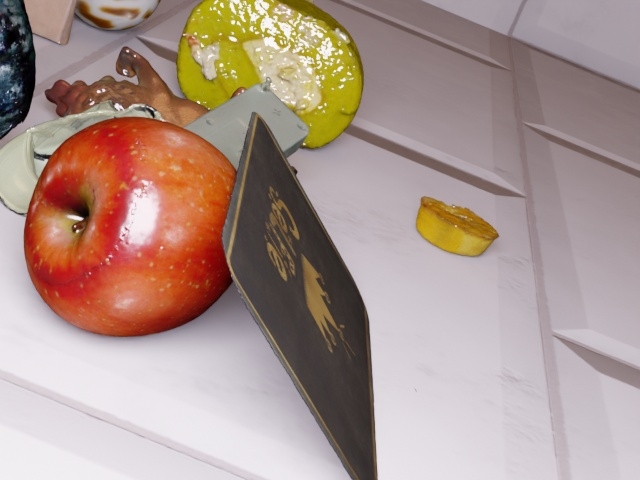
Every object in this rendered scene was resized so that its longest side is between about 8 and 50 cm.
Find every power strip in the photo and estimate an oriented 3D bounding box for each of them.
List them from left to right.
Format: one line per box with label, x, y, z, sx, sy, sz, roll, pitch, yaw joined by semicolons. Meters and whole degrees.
power strip;-0.082;-0.081;1.225;0.145;0.061;0.216;45;47;6

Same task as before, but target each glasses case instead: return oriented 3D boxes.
glasses case;-0.426;-0.358;1.573;0.193;0.102;0.070;21;15;-3

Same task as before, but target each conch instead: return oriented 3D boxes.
conch;-0.317;-0.399;1.649;0.183;0.275;0.149;1;60;12

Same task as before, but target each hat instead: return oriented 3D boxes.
hat;-0.238;-0.072;1.107;0.122;0.081;0.166;16;42;15

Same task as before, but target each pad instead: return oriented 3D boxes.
pad;-0.001;0.000;0.935;0.315;0.063;0.375;59;12;-20

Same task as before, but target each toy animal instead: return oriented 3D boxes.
toy animal;-0.165;-0.128;1.320;0.312;0.097;0.157;21;33;-9

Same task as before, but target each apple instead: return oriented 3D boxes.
apple;-0.146;-0.008;0.914;0.168;0.181;0.181;28;11;-48

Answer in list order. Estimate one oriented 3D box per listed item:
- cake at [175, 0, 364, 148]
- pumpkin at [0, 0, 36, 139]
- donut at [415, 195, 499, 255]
cake;-0.062;-0.247;1.557;0.260;0.179;0.156;20;22;-3
pumpkin;-0.365;-0.188;1.056;0.163;0.233;0.233;-30;51;-31
donut;0.169;-0.014;1.419;0.108;0.043;0.097;15;22;-21
